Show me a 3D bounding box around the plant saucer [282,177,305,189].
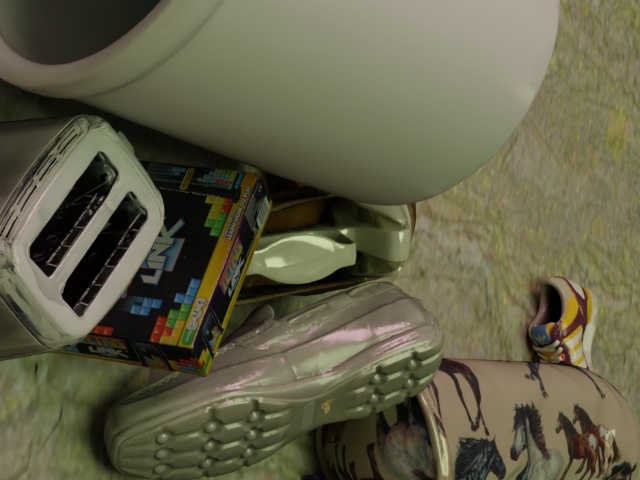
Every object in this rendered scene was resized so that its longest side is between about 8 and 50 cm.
[{"bbox_3d":[0.013,-0.103,1.620,0.200,0.037,0.200,12,74,-49],"label":"plant saucer"}]

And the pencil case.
[{"bbox_3d":[0.168,0.209,1.661,0.410,0.160,0.183,6,83,-51],"label":"pencil case"}]

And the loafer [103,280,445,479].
[{"bbox_3d":[-0.045,0.115,1.417,0.319,0.111,0.112,-15,139,-28],"label":"loafer"}]

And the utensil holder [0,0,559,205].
[{"bbox_3d":[-0.038,-0.217,1.313,0.385,0.327,0.328,21,68,-45],"label":"utensil holder"}]

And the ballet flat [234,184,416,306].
[{"bbox_3d":[0.000,0.000,1.476,0.342,0.124,0.116,-9,104,-44],"label":"ballet flat"}]

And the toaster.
[{"bbox_3d":[-0.220,0.002,1.218,0.129,0.146,0.227,56,45,-28],"label":"toaster"}]

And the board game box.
[{"bbox_3d":[-0.132,0.017,1.327,0.048,0.141,0.170,70,33,-53],"label":"board game box"}]

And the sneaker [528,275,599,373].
[{"bbox_3d":[0.271,0.133,1.889,0.084,0.069,0.185,21,62,-39],"label":"sneaker"}]
